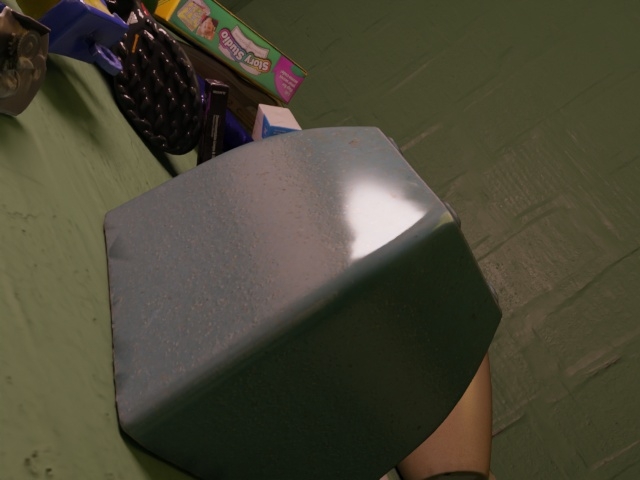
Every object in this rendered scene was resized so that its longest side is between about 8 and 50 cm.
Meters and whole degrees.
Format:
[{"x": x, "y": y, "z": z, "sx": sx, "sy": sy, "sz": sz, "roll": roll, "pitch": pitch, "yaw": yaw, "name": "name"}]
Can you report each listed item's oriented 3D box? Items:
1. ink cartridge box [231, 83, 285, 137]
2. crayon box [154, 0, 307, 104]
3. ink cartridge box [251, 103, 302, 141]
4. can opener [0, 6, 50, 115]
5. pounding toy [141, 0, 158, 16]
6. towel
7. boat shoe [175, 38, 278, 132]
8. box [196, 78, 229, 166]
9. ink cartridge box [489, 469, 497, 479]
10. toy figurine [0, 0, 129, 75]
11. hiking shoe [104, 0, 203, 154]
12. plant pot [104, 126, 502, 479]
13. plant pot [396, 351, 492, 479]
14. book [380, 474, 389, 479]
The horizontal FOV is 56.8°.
[{"x": -0.150, "y": -0.291, "z": 1.644, "sx": 0.232, "sy": 0.171, "sz": 0.168, "roll": 59, "pitch": 6, "yaw": 23, "name": "ink cartridge box"}, {"x": -0.251, "y": -0.499, "z": 1.431, "sx": 0.363, "sy": 0.106, "sz": 0.313, "roll": 26, "pitch": 10, "yaw": -44, "name": "crayon box"}, {"x": -0.120, "y": -0.183, "z": 1.384, "sx": 0.078, "sy": 0.231, "sz": 0.134, "roll": 5, "pitch": 31, "yaw": -22, "name": "ink cartridge box"}, {"x": -0.265, "y": -0.141, "z": 0.357, "sx": 0.095, "sy": 0.076, "sz": 0.283, "roll": 24, "pitch": 3, "yaw": 5, "name": "can opener"}, {"x": -0.401, "y": -0.540, "z": 1.134, "sx": 0.183, "sy": 0.110, "sz": 0.236, "roll": 22, "pitch": -61, "yaw": 43, "name": "pounding toy"}, {"x": -0.252, "y": -0.275, "z": 1.210, "sx": 0.227, "sy": 0.076, "sz": 0.308, "roll": 50, "pitch": 5, "yaw": 9, "name": "towel"}, {"x": -0.258, "y": -0.372, "z": 1.428, "sx": 0.341, "sy": 0.110, "sz": 0.121, "roll": 28, "pitch": 9, "yaw": -34, "name": "boat shoe"}, {"x": -0.159, "y": -0.149, "z": 0.858, "sx": 0.116, "sy": 0.029, "sz": 0.162, "roll": -128, "pitch": -137, "yaw": -66, "name": "box"}, {"x": 0.318, "y": 0.543, "z": 1.130, "sx": 0.278, "sy": 0.117, "sz": 0.201, "roll": 60, "pitch": 6, "yaw": 32, "name": "ink cartridge box"}, {"x": -0.252, "y": -0.272, "z": 0.578, "sx": 0.217, "sy": 0.191, "sz": 0.362, "roll": 61, "pitch": 6, "yaw": -8, "name": "toy figurine"}, {"x": -0.254, "y": -0.260, "z": 0.846, "sx": 0.304, "sy": 0.113, "sz": 0.132, "roll": 63, "pitch": -7, "yaw": -3, "name": "hiking shoe"}, {"x": 0.001, "y": 0.048, "z": 0.514, "sx": 0.248, "sy": 0.252, "sz": 0.247, "roll": 52, "pitch": 6, "yaw": -42, "name": "plant pot"}, {"x": 0.199, "y": 0.296, "z": 1.046, "sx": 0.256, "sy": 0.257, "sz": 0.274, "roll": 52, "pitch": 23, "yaw": -42, "name": "plant pot"}, {"x": 0.060, "y": 0.286, "z": 0.822, "sx": 0.096, "sy": 0.035, "sz": 0.144, "roll": 57, "pitch": 5, "yaw": -29, "name": "book"}]
